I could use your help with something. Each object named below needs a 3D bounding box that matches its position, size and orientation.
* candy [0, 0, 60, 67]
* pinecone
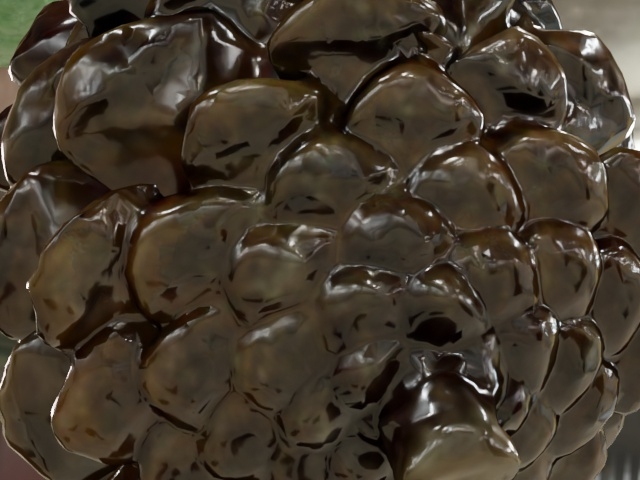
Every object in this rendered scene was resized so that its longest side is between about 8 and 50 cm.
[{"bbox_3d":[-0.102,-0.178,0.648,0.119,0.119,0.440,13,-15,-15],"label":"candy"},{"bbox_3d":[0.000,0.000,0.507,0.224,0.224,0.272,15,17,-20],"label":"pinecone"}]
